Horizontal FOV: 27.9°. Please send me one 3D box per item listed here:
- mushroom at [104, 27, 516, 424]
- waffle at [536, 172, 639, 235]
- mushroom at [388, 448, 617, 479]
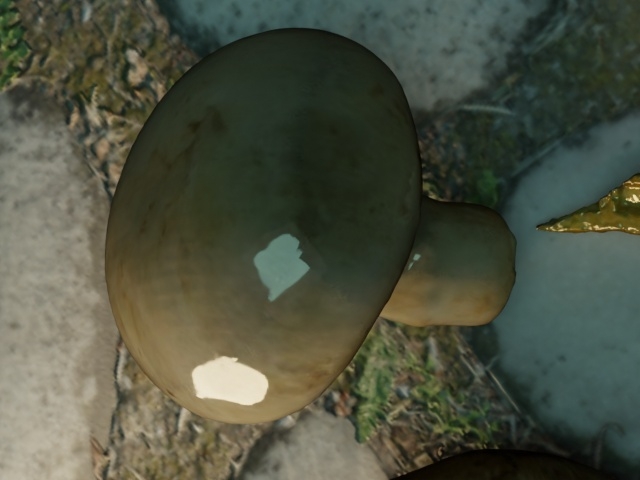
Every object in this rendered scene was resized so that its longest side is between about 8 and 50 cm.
[{"bbox_3d":[-0.014,-0.011,0.685,0.206,0.209,0.206,8,102,41],"label":"mushroom"},{"bbox_3d":[0.202,-0.056,0.664,0.191,0.032,0.125,8,113,30],"label":"waffle"},{"bbox_3d":[0.089,0.191,0.702,0.285,0.156,0.151,1,86,-1],"label":"mushroom"}]
